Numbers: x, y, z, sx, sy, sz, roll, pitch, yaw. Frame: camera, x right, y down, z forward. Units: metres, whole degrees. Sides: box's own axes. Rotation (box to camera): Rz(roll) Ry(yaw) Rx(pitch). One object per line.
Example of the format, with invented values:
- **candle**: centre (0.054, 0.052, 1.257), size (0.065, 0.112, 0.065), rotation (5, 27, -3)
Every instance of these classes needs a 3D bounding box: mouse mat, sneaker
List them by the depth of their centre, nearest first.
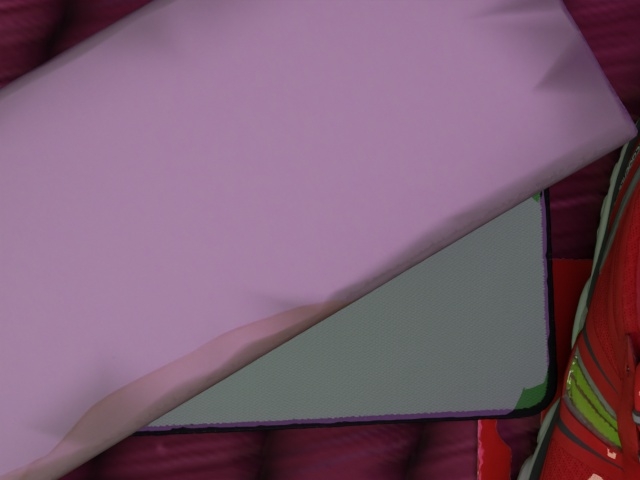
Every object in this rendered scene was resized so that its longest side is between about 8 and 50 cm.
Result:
- **sneaker**: centre (0.127, 0.069, 0.492), size (0.107, 0.118, 0.279), rotation (6, 90, 8)
- **mouse mat**: centre (0.000, 0.000, 0.553), size (0.190, 0.007, 0.152), rotation (-2, 89, -2)

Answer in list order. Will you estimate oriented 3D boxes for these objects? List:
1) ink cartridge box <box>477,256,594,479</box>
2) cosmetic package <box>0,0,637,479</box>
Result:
- **ink cartridge box**: centre (0.156, 0.077, 0.560), size (0.179, 0.045, 0.145), rotation (1, 90, -9)
- **cosmetic package**: centre (-0.068, 0.000, 0.468), size (0.309, 0.160, 0.113), rotation (-30, 92, -2)
